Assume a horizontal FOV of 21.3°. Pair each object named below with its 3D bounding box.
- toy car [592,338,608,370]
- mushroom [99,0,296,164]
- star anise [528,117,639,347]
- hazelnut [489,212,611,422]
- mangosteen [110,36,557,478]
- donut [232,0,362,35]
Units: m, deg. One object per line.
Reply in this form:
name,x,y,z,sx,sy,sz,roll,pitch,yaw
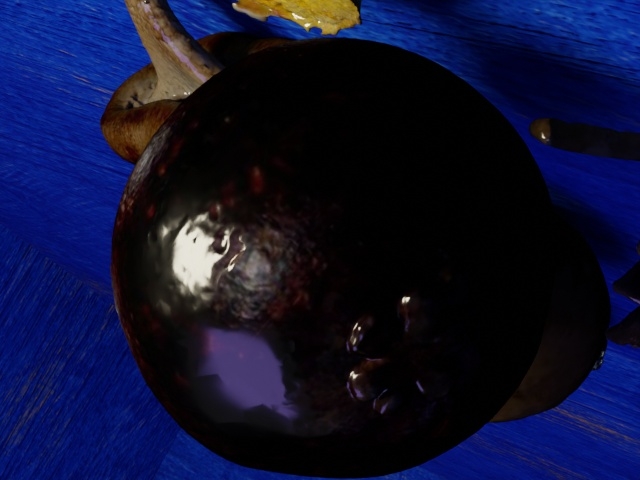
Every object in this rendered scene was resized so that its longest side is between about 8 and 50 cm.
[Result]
toy car,0.216,0.064,1.577,0.095,0.056,0.205,23,166,26
mushroom,-0.120,-0.160,1.316,0.227,0.148,0.217,2,134,45
star anise,0.300,0.021,1.079,0.349,0.109,0.292,14,144,13
hazelnut,0.139,0.045,1.419,0.208,0.208,0.208,27,168,6
mangosteen,0.013,0.002,1.120,0.297,0.297,0.313,31,-149,-8
donut,-0.048,-0.194,1.065,0.181,0.078,0.146,23,170,-3
